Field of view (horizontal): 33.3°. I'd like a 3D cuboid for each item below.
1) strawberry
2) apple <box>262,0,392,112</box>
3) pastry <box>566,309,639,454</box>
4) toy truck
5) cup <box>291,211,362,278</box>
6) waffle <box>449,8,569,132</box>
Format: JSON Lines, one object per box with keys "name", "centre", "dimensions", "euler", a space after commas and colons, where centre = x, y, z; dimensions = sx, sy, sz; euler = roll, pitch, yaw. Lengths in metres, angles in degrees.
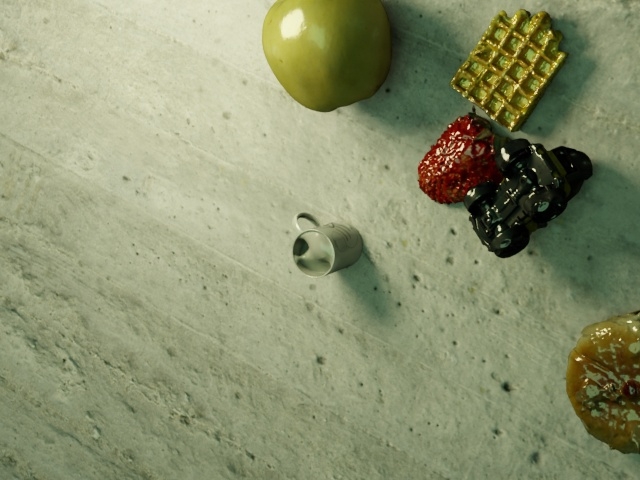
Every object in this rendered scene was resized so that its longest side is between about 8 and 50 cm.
{"name": "strawberry", "centre": [0.270, -0.134, 2.024], "dimensions": [0.167, 0.087, 0.208], "euler": [44, 117, 14]}
{"name": "apple", "centre": [0.018, -0.378, 2.037], "dimensions": [0.262, 0.262, 0.262], "euler": [5, 101, 28]}
{"name": "pastry", "centre": [0.554, 0.260, 1.916], "dimensions": [0.236, 0.121, 0.257], "euler": [-40, 78, 28]}
{"name": "toy truck", "centre": [0.382, -0.077, 1.945], "dimensions": [0.224, 0.165, 0.147], "euler": [-54, 55, 40]}
{"name": "cup", "centre": [0.009, 0.000, 2.163], "dimensions": [0.099, 0.133, 0.136], "euler": [-15, 91, 31]}
{"name": "waffle", "centre": [0.354, -0.329, 1.961], "dimensions": [0.160, 0.055, 0.211], "euler": [39, 115, 17]}
